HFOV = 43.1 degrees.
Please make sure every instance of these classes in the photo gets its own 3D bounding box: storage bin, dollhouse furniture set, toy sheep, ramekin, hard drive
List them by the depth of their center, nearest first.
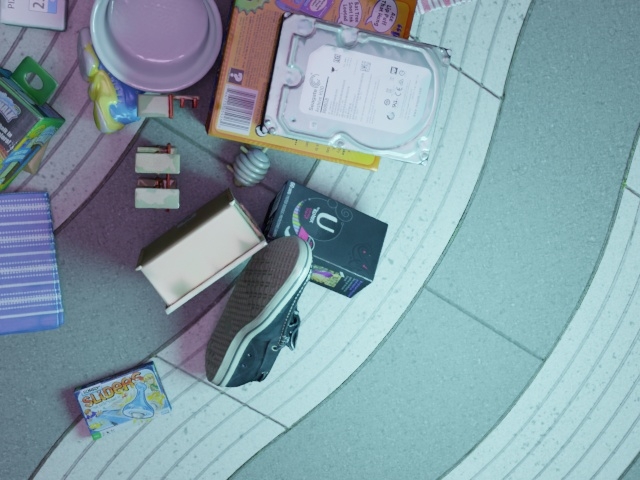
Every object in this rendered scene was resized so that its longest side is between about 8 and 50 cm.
[{"bbox_3d":[0.069,-0.292,1.580,0.339,0.064,0.236,11,98,-10],"label":"hard drive"},{"bbox_3d":[-0.355,-0.475,1.772,0.277,0.135,0.277,-4,122,-7],"label":"ramekin"},{"bbox_3d":[-0.339,-0.194,1.801,0.135,0.262,0.259,1,99,-11],"label":"dollhouse furniture set"},{"bbox_3d":[-0.273,0.012,1.845,0.262,0.260,0.123,-36,104,-1],"label":"storage bin"},{"bbox_3d":[-0.164,-0.178,1.917,0.091,0.091,0.132,32,118,-12],"label":"toy sheep"}]

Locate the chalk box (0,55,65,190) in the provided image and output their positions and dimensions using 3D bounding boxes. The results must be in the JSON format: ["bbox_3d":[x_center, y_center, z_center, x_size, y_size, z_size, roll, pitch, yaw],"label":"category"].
[{"bbox_3d":[-0.693,-0.266,1.767,0.180,0.179,0.289,44,92,-6],"label":"chalk box"}]

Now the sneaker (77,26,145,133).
[{"bbox_3d":[-0.473,-0.369,1.850,0.126,0.091,0.240,-15,102,-24],"label":"sneaker"}]

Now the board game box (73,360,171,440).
[{"bbox_3d":[-0.485,0.394,1.996,0.201,0.035,0.136,-20,102,-5],"label":"board game box"}]

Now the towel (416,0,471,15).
[{"bbox_3d":[0.306,-0.633,1.936,0.197,0.029,0.144,-17,101,-5],"label":"towel"}]

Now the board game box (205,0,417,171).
[{"bbox_3d":[-0.040,-0.371,1.762,0.356,0.356,0.356,12,98,-10],"label":"board game box"}]

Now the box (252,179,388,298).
[{"bbox_3d":[0.000,0.000,1.914,0.270,0.143,0.165,23,63,-12],"label":"box"}]

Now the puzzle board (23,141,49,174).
[{"bbox_3d":[-0.680,-0.228,1.870,0.096,0.011,0.128,24,95,-10],"label":"puzzle board"}]

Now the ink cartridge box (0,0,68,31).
[{"bbox_3d":[-0.683,-0.623,1.772,0.261,0.066,0.296,4,99,-10],"label":"ink cartridge box"}]

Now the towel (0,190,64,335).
[{"bbox_3d":[-0.736,0.058,1.881,0.243,0.040,0.335,-6,99,-18],"label":"towel"}]

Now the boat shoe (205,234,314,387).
[{"bbox_3d":[-0.119,0.173,1.866,0.156,0.186,0.500,11,133,-23],"label":"boat shoe"}]
